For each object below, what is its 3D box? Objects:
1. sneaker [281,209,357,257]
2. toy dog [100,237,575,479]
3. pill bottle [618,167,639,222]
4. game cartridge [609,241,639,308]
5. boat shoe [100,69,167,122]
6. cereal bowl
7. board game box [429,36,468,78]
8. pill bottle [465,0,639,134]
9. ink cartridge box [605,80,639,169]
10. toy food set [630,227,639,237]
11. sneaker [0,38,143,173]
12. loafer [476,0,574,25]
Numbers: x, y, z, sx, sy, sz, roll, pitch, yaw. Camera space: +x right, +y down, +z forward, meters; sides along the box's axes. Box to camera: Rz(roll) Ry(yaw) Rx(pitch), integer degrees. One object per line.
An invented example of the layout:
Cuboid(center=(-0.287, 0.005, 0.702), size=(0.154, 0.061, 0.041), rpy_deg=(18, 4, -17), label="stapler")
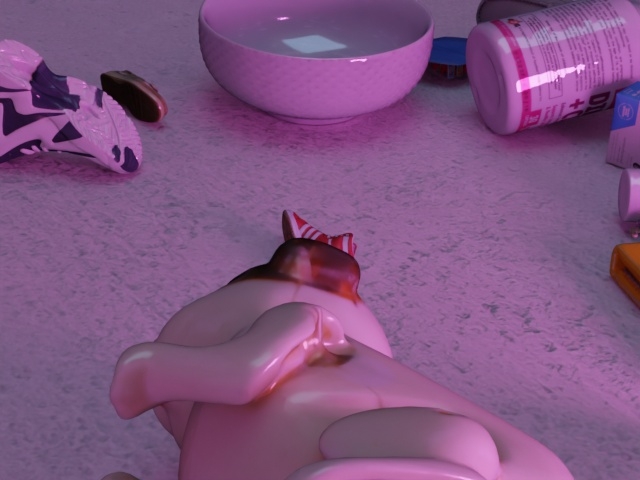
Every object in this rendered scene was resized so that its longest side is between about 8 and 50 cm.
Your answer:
Cuboid(center=(0.000, 0.000, 1.512), size=(0.067, 0.042, 0.118), rpy_deg=(-12, 40, -17), label="sneaker")
Cuboid(center=(0.011, 0.156, 1.014), size=(0.395, 0.284, 0.408), rpy_deg=(-11, 31, -23), label="toy dog")
Cuboid(center=(0.450, -0.052, 1.593), size=(0.160, 0.087, 0.087), rpy_deg=(2, 30, 0), label="pill bottle")
Cuboid(center=(0.523, 0.071, 1.421), size=(0.324, 0.052, 0.285), rpy_deg=(-7, 31, -14), label="game cartridge")
Cuboid(center=(-0.255, -0.209, 1.846), size=(0.048, 0.056, 0.153), rpy_deg=(-24, 32, -31), label="boat shoe")
Cuboid(center=(-0.007, -0.261, 1.868), size=(0.339, 0.141, 0.339), rpy_deg=(2, 30, -1), label="cereal bowl")
Cuboid(center=(0.204, -0.281, 2.031), size=(0.169, 0.033, 0.133), rpy_deg=(-17, 30, -38), label="board game box")
Cuboid(center=(0.362, -0.255, 1.828), size=(0.283, 0.160, 0.160), rpy_deg=(-15, 33, -11), label="pill bottle")
Cuboid(center=(0.473, -0.130, 1.712), size=(0.180, 0.104, 0.060), rpy_deg=(25, 36, 34), label="ink cartridge box")
Cuboid(center=(0.423, -0.019, 1.518), size=(0.122, 0.019, 0.078), rpy_deg=(-1, 9, 12), label="toy food set")
Cuboid(center=(-0.355, -0.140, 1.689), size=(0.235, 0.153, 0.094), rpy_deg=(31, 45, -21), label="sneaker")
Cuboid(center=(0.373, -0.314, 2.020), size=(0.319, 0.112, 0.111), rpy_deg=(23, 27, 30), label="loafer")
